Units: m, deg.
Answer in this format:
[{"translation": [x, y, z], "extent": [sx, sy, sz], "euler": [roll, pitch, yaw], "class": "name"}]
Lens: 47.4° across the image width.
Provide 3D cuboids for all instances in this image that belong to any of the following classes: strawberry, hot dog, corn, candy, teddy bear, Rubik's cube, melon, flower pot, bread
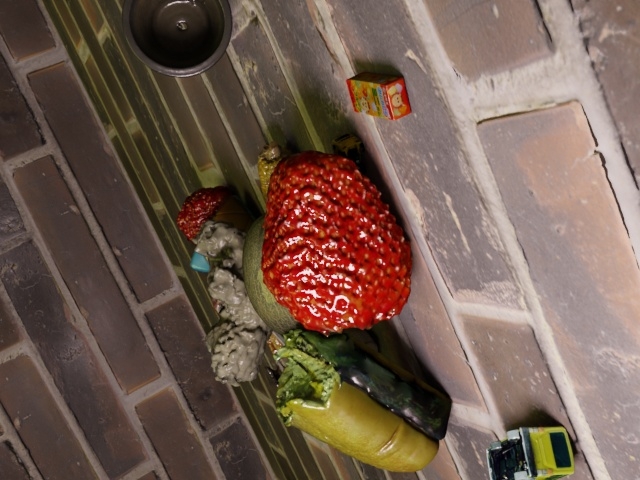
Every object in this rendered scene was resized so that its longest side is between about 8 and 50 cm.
[{"translation": [-0.325, -0.081, 2.187], "extent": [0.201, 0.187, 0.184], "euler": [-42, 57, 36], "class": "strawberry"}, {"translation": [-0.129, 0.328, 2.359], "extent": [0.242, 0.073, 0.084], "euler": [61, 154, 1], "class": "hot dog"}, {"translation": [0.000, 0.000, 1.354], "extent": [0.312, 0.267, 0.351], "euler": [5, 122, 42], "class": "strawberry"}, {"translation": [-0.088, -0.117, 1.678], "extent": [0.097, 0.097, 0.261], "euler": [44, 154, 40], "class": "corn"}, {"translation": [0.093, -0.235, 1.185], "extent": [0.122, 0.038, 0.062], "euler": [28, 141, 56], "class": "candy"}, {"translation": [-0.207, 0.178, 1.807], "extent": [0.225, 0.367, 0.357], "euler": [9, 154, 23], "class": "teddy bear"}, {"translation": [-0.204, 0.027, 2.107], "extent": [0.254, 0.255, 0.254], "euler": [49, 156, 31], "class": "Rubik's cube"}, {"translation": [-0.054, 0.073, 1.629], "extent": [0.237, 0.238, 0.301], "euler": [11, 123, 64], "class": "melon"}, {"translation": [-0.313, -0.483, 1.632], "extent": [0.148, 0.235, 0.235], "euler": [-116, 3, -77], "class": "flower pot"}, {"translation": [0.085, 0.345, 1.522], "extent": [0.377, 0.208, 0.251], "euler": [31, 159, -20], "class": "bread"}]

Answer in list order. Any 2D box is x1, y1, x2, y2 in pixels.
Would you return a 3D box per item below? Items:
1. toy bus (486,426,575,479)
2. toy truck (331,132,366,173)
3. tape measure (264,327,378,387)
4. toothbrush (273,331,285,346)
[{"translation": [0.354, 0.376, 1.244], "extent": [0.175, 0.101, 0.088], "euler": [106, 161, -62], "class": "toy bus"}, {"translation": [0.051, -0.159, 1.366], "extent": [0.054, 0.049, 0.083], "euler": [45, 155, 41], "class": "toy truck"}, {"translation": [0.003, 0.334, 1.773], "extent": [0.133, 0.271, 0.231], "euler": [44, 151, 41], "class": "tape measure"}, {"translation": [-0.031, 0.375, 2.195], "extent": [0.418, 0.040, 0.042], "euler": [43, -171, 33], "class": "toothbrush"}]
